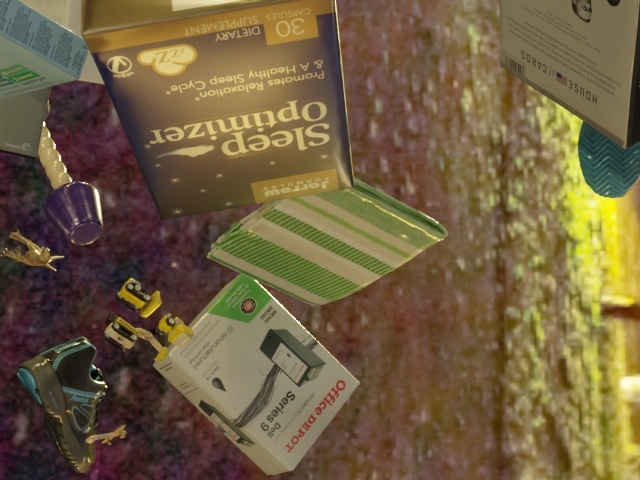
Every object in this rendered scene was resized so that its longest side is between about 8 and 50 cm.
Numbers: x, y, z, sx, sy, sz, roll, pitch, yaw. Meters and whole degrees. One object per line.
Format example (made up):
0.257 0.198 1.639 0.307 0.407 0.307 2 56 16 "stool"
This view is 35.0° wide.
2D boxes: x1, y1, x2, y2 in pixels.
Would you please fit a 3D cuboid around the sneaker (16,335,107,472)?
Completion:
-0.456 0.319 1.917 0.139 0.125 0.341 -34 147 -25 "sneaker"

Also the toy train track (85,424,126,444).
-0.317 0.295 1.512 0.014 0.048 0.083 56 20 19 "toy train track"

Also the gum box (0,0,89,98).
-0.326 -0.190 0.901 0.184 0.157 0.041 29 68 -41 "gum box"

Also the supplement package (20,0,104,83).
-0.403 -0.367 1.691 0.198 0.262 0.199 2 100 -45 "supplement package"

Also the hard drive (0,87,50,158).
-0.356 -0.167 1.147 0.094 0.022 0.135 12 83 -23 "hard drive"

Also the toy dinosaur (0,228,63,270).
-0.480 0.027 1.695 0.053 0.092 0.183 -60 -173 -7 "toy dinosaur"

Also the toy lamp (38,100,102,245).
-0.376 -0.105 1.430 0.275 0.080 0.080 56 3 32 "toy lamp"

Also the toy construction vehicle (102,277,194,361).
-0.195 0.089 1.131 0.098 0.086 0.035 35 32 -20 "toy construction vehicle"

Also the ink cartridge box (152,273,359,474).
-0.107 0.231 1.758 0.289 0.121 0.211 44 63 -6 "ink cartridge box"

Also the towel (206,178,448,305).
0.000 0.000 1.582 0.248 0.325 0.038 27 52 -24 "towel"

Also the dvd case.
0.214 -0.217 0.859 0.179 0.029 0.239 48 -24 43 "dvd case"

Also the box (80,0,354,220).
-0.051 -0.075 0.634 0.225 0.136 0.037 80 1 -60 "box"

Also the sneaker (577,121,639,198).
0.354 -0.163 1.186 0.092 0.087 0.229 0 94 -62 "sneaker"
